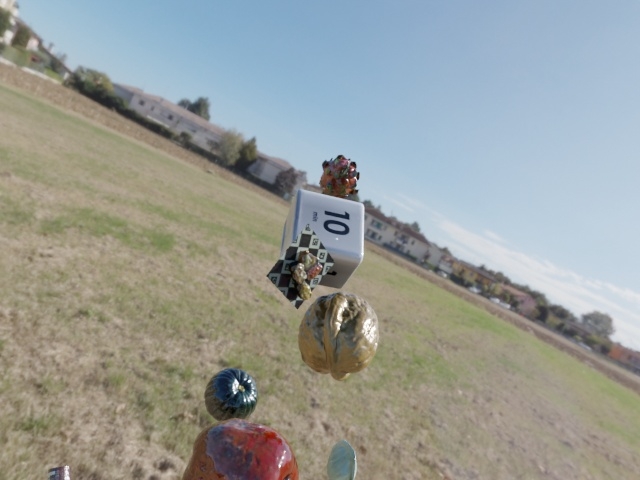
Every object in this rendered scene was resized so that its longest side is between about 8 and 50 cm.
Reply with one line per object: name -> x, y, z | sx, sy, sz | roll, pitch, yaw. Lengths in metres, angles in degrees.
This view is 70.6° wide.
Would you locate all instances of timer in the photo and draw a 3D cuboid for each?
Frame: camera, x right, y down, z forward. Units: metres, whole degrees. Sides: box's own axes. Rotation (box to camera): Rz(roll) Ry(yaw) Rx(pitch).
timer -> 0.000, 0.000, 1.254 | 0.194, 0.193, 0.194 | 11, -34, -11

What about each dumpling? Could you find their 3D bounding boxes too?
dumpling -> 0.098, 0.870, 1.743 | 0.108, 0.152, 0.219 | 45, 3, -29

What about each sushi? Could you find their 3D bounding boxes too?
sushi -> -0.025, 0.054, 0.841 | 0.026, 0.126, 0.120 | 21, -24, 45

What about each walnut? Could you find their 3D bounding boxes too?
walnut -> 0.051, 0.270, 1.269 | 0.224, 0.257, 0.257 | -4, -4, 15

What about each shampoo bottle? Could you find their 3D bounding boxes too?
shampoo bottle -> -0.746, 0.774, 1.288 | 0.067, 0.068, 0.237 | 3, 55, -30

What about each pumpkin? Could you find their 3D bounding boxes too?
pumpkin -> -0.355, 0.619, 1.805 | 0.220, 0.162, 0.221 | 33, 33, -25

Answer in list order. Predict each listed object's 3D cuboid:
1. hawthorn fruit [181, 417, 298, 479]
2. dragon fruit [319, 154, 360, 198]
hawthorn fruit -> -0.175, 0.530, 1.011 | 0.258, 0.258, 0.261 | 23, 5, -44
dragon fruit -> 0.061, -0.203, 1.601 | 0.137, 0.135, 0.236 | -2, -35, -10
